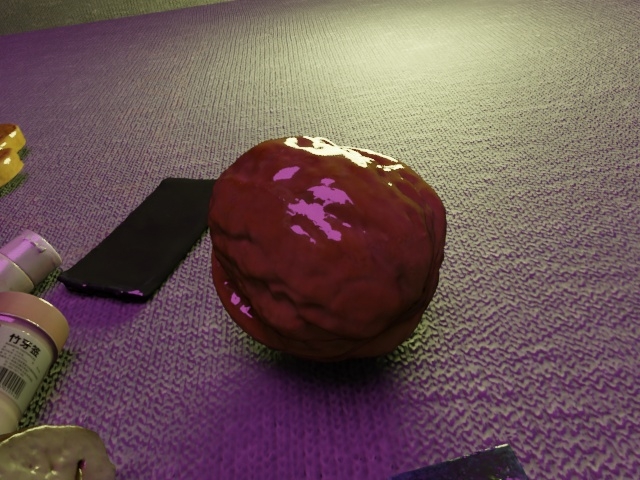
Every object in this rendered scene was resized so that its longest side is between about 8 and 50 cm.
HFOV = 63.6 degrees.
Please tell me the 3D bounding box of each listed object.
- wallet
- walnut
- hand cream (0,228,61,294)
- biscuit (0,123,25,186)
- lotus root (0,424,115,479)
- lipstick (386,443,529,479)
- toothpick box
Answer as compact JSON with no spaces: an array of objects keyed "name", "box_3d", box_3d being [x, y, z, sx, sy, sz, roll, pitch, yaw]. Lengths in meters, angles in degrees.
[{"name":"wallet","box_3d":[-0.246,-0.015,0.779,0.146,0.030,0.285,9,41,18]},{"name":"walnut","box_3d":[0.000,0.000,0.541,0.257,0.224,0.257,-7,65,16]},{"name":"hand cream","box_3d":[-0.468,0.112,0.641,0.111,0.070,0.312,18,52,29]},{"name":"biscuit","box_3d":[-0.739,-0.123,0.998,0.351,0.057,0.312,-33,43,-27]},{"name":"lotus root","box_3d":[-0.228,0.236,0.349,0.119,0.138,0.234,-35,41,15]},{"name":"lipstick","box_3d":[0.005,0.226,0.389,0.312,0.051,0.051,-14,38,-4]},{"name":"toothpick box","box_3d":[-0.339,0.138,0.533,0.099,0.098,0.149,-5,38,5]}]
